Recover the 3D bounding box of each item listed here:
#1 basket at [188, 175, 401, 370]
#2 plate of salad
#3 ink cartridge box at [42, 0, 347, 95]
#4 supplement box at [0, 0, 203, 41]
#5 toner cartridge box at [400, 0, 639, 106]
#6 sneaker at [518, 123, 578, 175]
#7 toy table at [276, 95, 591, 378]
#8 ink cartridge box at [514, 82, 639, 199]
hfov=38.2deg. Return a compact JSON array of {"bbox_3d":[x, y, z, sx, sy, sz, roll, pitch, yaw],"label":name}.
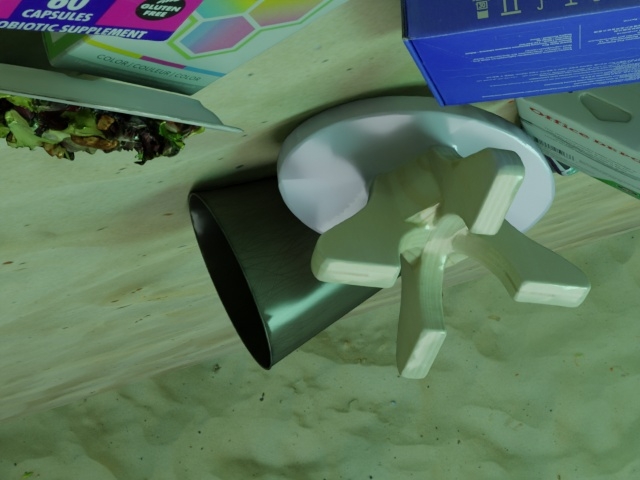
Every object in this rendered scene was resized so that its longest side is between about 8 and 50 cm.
[{"bbox_3d":[0.000,0.000,1.009,0.227,0.204,0.154,-24,180,-19],"label":"basket"},{"bbox_3d":[-0.146,-0.072,0.548,0.200,0.048,0.200,10,-175,-1],"label":"plate of salad"},{"bbox_3d":[-0.037,-0.150,0.469,0.209,0.062,0.109,-24,167,31],"label":"ink cartridge box"},{"bbox_3d":[-0.054,-0.161,0.268,0.111,0.113,0.220,-6,163,-39],"label":"supplement box"},{"bbox_3d":[0.234,-0.160,0.588,0.348,0.075,0.165,-5,173,14],"label":"toner cartridge box"},{"bbox_3d":[0.256,-0.104,1.093,0.098,0.083,0.224,-17,171,26],"label":"sneaker"},{"bbox_3d":[0.103,-0.013,0.849,0.275,0.160,0.252,-2,131,-8],"label":"toy table"},{"bbox_3d":[0.267,-0.113,0.845,0.086,0.153,0.208,-61,164,2],"label":"ink cartridge box"}]
